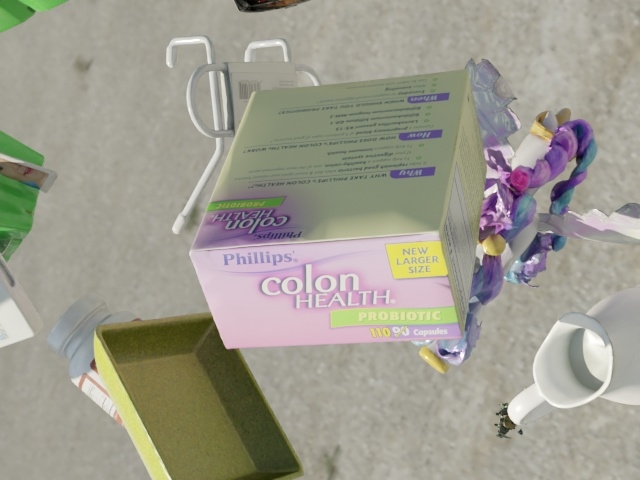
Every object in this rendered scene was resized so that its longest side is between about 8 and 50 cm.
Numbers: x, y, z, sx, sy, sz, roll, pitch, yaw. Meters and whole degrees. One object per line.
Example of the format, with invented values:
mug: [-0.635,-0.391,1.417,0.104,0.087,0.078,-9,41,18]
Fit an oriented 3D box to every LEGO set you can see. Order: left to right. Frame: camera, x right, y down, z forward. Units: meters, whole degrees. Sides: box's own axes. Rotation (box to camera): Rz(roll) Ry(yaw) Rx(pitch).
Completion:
LEGO set: [0.254,0.233,1.698,0.023,0.083,0.054,-10,101,57]

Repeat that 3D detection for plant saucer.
plant saucer: [-0.122,0.162,1.195,0.045,0.188,0.188,-38,72,27]

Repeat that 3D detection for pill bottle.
pill bottle: [-0.246,0.170,1.666,0.121,0.216,0.121,-49,-7,-9]

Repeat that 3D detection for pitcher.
pitcher: [0.306,0.131,1.366,0.178,0.207,0.125,-48,62,40]

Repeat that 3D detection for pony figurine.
pony figurine: [0.208,-0.027,1.450,0.363,0.303,0.351,-50,4,-4]

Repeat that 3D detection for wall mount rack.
wall mount rack: [-0.132,-0.172,2.046,0.130,0.350,0.304,-1,95,35]

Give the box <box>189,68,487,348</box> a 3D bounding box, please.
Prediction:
box: [0.027,-0.030,1.137,0.213,0.117,0.243,-4,38,16]

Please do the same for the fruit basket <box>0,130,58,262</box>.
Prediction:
fruit basket: [-0.534,-0.056,1.564,0.327,0.353,0.165,-38,48,53]

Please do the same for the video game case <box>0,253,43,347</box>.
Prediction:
video game case: [-0.417,0.037,1.273,0.227,0.206,0.026,-19,21,24]

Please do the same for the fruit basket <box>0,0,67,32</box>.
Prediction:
fruit basket: [-0.503,-0.377,1.485,0.392,0.392,0.283,-41,46,40]

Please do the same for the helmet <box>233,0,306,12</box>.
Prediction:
helmet: [-0.075,-0.422,1.853,0.169,0.169,0.162,-8,94,61]
